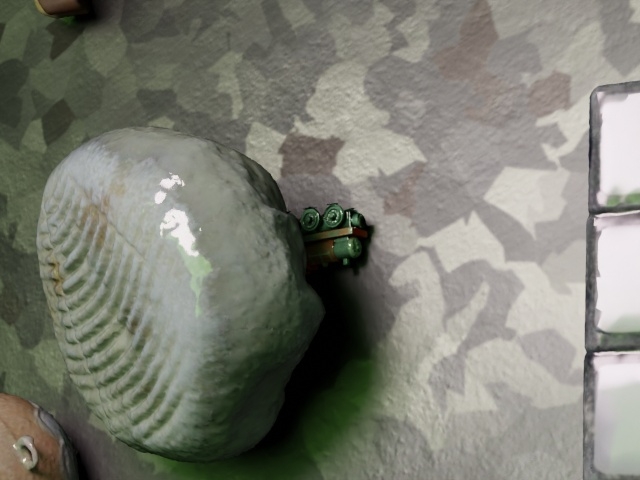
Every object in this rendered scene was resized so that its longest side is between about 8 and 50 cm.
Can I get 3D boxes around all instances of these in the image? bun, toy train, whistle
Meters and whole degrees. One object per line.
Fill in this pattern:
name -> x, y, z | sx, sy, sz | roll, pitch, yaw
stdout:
bun -> -0.137, 0.041, 1.409 | 0.354, 0.194, 0.354 | 22, 119, 47
toy train -> 0.000, 0.000, 1.442 | 0.103, 0.044, 0.064 | -11, 74, 31
whistle -> -0.374, 0.274, 1.554 | 0.348, 0.189, 0.189 | -35, 59, 45

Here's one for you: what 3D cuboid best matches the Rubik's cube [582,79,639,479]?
Rubik's cube -> 0.379, 0.051, 1.037 | 0.303, 0.305, 0.301 | -4, 74, 32

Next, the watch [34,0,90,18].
watch -> -0.238, -0.455, 1.587 | 0.327, 0.335, 0.314 | -21, 59, 5
